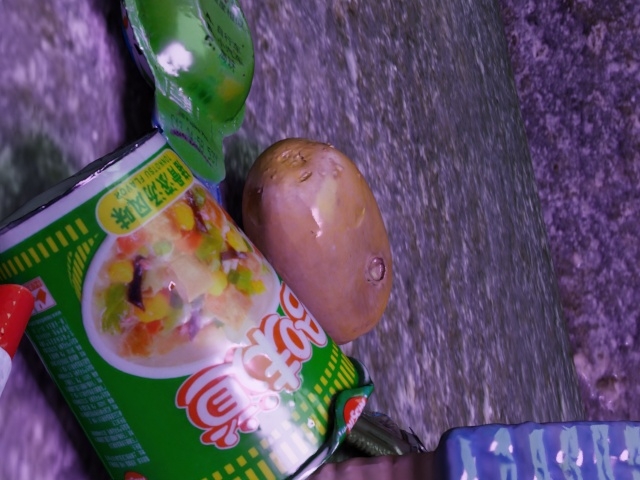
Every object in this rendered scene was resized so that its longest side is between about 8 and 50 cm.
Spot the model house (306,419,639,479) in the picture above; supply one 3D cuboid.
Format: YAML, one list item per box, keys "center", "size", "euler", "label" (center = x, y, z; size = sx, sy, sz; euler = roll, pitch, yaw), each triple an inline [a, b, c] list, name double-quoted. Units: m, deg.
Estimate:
- center: [0.190, 0.385, 0.761]
  size: [0.445, 0.399, 0.395]
  euler: [37, 40, -53]
  label: "model house"

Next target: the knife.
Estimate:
- center: [0.014, 0.188, 0.942]
  size: [0.365, 0.043, 0.089]
  euler: [38, 9, -48]
  label: "knife"

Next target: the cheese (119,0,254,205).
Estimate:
- center: [-0.124, -0.158, 0.819]
  size: [0.204, 0.083, 0.321]
  euler: [44, 35, -50]
  label: "cheese"

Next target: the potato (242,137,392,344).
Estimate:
- center: [0.000, 0.000, 0.914]
  size: [0.150, 0.146, 0.234]
  euler: [-33, 127, -19]
  label: "potato"

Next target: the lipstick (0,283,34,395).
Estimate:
- center: [-0.210, 0.140, 0.447]
  size: [0.061, 0.068, 0.274]
  euler: [50, 39, -41]
  label: "lipstick"

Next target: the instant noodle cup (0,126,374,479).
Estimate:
- center: [-0.106, 0.054, 0.610]
  size: [0.233, 0.207, 0.207]
  euler: [59, 28, -13]
  label: "instant noodle cup"
